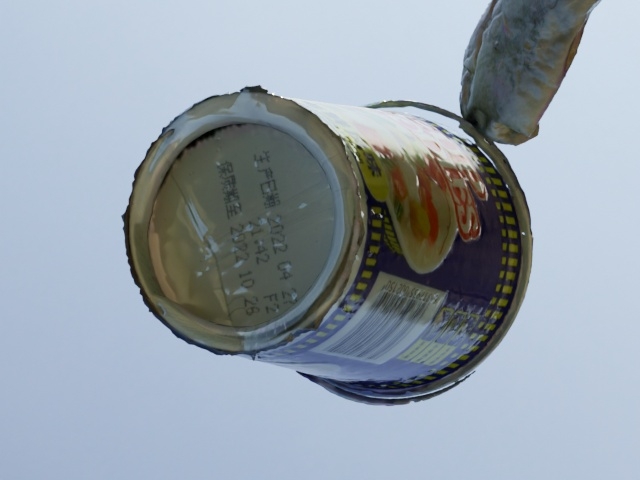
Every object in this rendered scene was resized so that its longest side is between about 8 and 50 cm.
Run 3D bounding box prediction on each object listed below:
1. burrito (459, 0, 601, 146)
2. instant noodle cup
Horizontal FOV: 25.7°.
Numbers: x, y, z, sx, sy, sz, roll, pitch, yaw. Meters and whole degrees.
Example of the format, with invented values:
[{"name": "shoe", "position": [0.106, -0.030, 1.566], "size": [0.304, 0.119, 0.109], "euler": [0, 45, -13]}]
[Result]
[{"name": "burrito", "position": [0.180, -0.204, 0.997], "size": [0.066, 0.309, 0.096], "euler": [13, -146, -19]}, {"name": "instant noodle cup", "position": [0.000, 0.000, 1.144], "size": [0.312, 0.284, 0.284], "euler": [10, -120, -66]}]
